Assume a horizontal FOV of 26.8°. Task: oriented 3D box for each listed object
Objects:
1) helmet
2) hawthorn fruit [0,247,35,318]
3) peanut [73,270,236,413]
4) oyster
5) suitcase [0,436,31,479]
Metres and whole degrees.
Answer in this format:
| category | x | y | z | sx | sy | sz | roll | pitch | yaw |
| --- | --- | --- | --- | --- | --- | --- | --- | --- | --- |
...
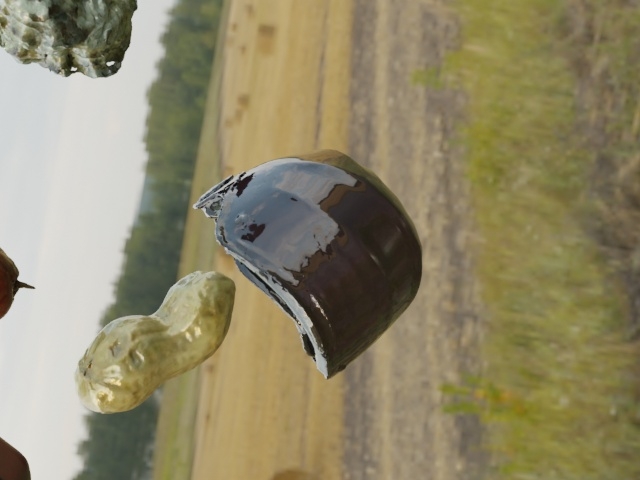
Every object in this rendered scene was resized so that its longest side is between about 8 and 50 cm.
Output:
| category | x | y | z | sx | sy | sz | roll | pitch | yaw |
| --- | --- | --- | --- | --- | --- | --- | --- | --- | --- |
| helmet | 0.000 | 0.000 | 1.409 | 0.177 | 0.225 | 0.305 | -39 | 18 | -1 |
| hawthorn fruit | -0.451 | 0.050 | 1.716 | 0.148 | 0.172 | 0.148 | -169 | 90 | -82 |
| peanut | -0.194 | 0.122 | 1.608 | 0.098 | 0.229 | 0.103 | 53 | 166 | 10 |
| oyster | -0.353 | -0.320 | 1.758 | 0.112 | 0.268 | 0.198 | 29 | 98 | 45 |
| suitcase | -0.389 | 0.184 | 0.992 | 0.236 | 0.297 | 0.161 | -45 | 12 | 29 |
